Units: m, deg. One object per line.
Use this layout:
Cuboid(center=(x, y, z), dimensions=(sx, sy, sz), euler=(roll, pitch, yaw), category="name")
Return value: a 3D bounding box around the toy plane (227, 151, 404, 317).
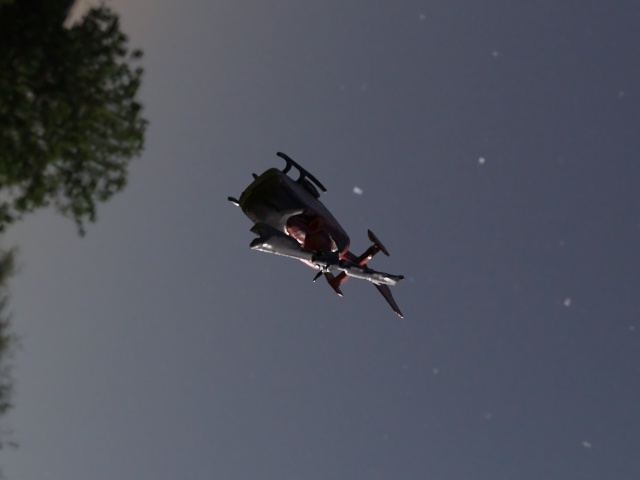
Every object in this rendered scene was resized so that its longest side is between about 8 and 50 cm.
Cuboid(center=(0.000, 0.000, 0.605), dimensions=(0.037, 0.145, 0.060), euler=(-42, -127, 10), category="toy plane")
